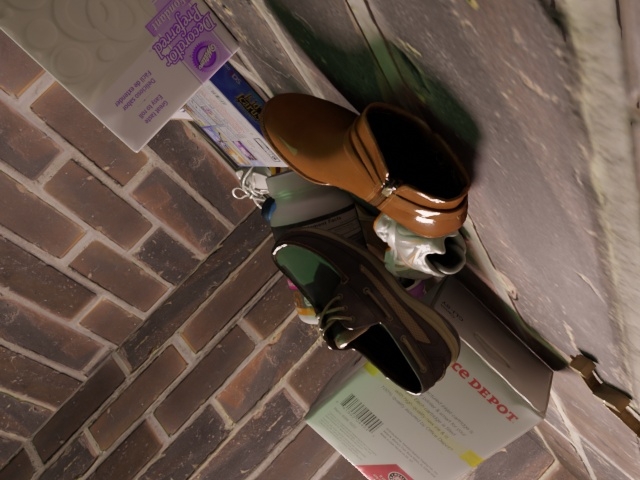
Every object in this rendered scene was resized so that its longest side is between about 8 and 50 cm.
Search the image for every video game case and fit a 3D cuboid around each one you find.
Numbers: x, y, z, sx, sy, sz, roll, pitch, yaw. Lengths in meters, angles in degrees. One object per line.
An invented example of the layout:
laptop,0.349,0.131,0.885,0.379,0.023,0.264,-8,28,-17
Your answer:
video game case,-0.189,-0.263,1.465,0.269,0.061,0.244,46,162,-27

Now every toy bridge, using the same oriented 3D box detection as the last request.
toy bridge,0.425,0.230,1.045,0.188,0.026,0.063,45,177,-13

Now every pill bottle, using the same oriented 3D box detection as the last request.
pill bottle,0.000,0.000,1.310,0.162,0.162,0.278,-154,47,-78

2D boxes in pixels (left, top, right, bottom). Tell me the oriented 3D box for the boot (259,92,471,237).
boot,0.041,-0.101,0.786,0.283,0.109,0.220,41,177,8

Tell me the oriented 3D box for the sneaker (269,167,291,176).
sneaker,-0.069,-0.148,1.648,0.185,0.084,0.069,44,176,5

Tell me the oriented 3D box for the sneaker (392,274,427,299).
sneaker,0.220,0.125,1.585,0.102,0.161,0.282,26,-160,29

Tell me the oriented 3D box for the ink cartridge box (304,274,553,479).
ink cartridge box,0.203,0.294,1.352,0.279,0.384,0.160,43,-147,1

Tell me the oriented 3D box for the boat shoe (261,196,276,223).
boat shoe,-0.070,-0.073,1.697,0.089,0.109,0.258,27,-168,27

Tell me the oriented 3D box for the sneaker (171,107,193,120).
sneaker,-0.347,-0.401,1.866,0.099,0.153,0.282,40,-154,15

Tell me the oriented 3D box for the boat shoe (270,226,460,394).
boat shoe,0.063,0.111,1.146,0.355,0.130,0.132,35,135,5

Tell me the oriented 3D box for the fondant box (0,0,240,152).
fondant box,-0.312,-0.328,1.039,0.330,0.238,0.096,47,174,-40

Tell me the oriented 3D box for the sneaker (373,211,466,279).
sneaker,0.160,0.021,1.048,0.121,0.099,0.262,37,175,24

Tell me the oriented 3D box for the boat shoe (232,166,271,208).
boat shoe,-0.173,-0.166,1.999,0.136,0.156,0.367,45,176,-26

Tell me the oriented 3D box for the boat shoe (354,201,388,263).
boat shoe,0.101,0.014,1.437,0.121,0.110,0.341,46,176,-29
